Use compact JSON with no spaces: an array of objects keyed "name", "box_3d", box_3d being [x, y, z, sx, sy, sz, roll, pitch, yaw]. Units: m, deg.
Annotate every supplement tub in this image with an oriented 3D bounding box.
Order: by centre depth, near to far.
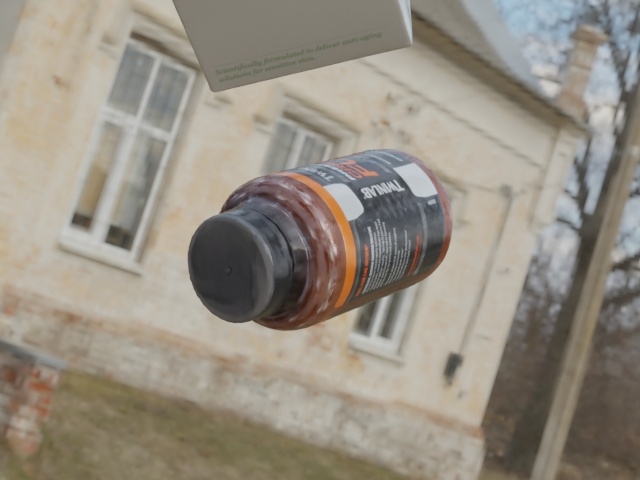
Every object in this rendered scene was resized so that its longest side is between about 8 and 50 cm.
[{"name":"supplement tub","box_3d":[0.000,0.000,0.912,0.106,0.106,0.198,14,19,32]}]

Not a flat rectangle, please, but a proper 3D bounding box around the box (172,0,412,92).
[{"name":"box","box_3d":[-0.017,-0.140,0.612,0.101,0.087,0.102,-12,-48,10]}]
